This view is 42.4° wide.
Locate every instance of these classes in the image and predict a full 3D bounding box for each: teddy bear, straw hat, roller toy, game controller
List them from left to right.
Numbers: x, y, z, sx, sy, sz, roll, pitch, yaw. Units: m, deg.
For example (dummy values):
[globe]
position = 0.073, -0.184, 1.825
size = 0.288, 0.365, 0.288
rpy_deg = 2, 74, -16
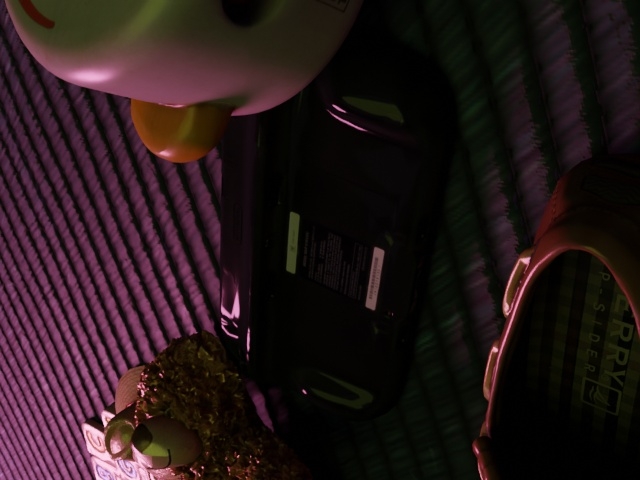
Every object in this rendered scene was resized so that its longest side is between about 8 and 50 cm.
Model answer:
[straw hat]
position = -0.199, 0.207, 0.887
size = 0.145, 0.061, 0.144
rpy_deg = 12, 111, 35
[roller toy]
position = -0.070, -0.169, 0.464
size = 0.191, 0.146, 0.209
rpy_deg = -31, 69, 34
[teddy bear]
position = -0.066, 0.249, 0.749
size = 0.245, 0.113, 0.338
rpy_deg = 12, 131, 62
[game controller]
position = 0.000, 0.000, 0.608
size = 0.167, 0.067, 0.319
rpy_deg = 18, 128, 16

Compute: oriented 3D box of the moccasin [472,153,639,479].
[moccasin]
position = 0.152, 0.143, 0.481
size = 0.139, 0.147, 0.380
rpy_deg = 25, 130, 30

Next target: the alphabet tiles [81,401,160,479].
[alphabet tiles]
position = -0.192, 0.332, 1.011
size = 0.278, 0.021, 0.284
rpy_deg = 17, 126, 35
